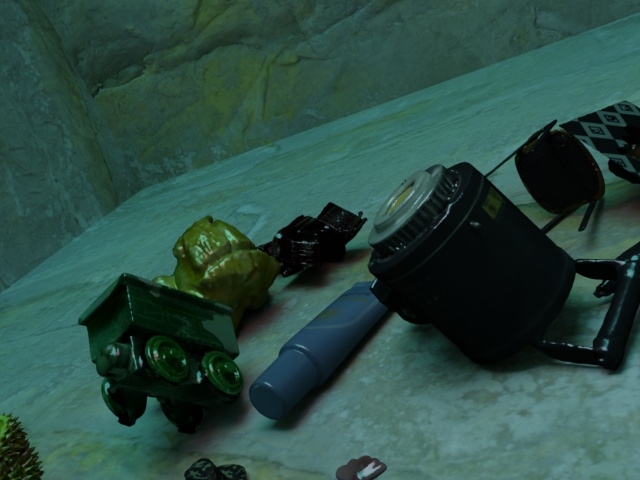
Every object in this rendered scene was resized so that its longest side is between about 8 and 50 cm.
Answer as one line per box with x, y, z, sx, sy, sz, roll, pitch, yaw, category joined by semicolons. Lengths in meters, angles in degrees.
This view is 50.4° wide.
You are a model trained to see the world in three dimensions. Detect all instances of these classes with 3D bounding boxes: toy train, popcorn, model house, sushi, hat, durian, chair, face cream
-0.246;0.189;1.097;0.145;0.266;0.202;-40;49;22;toy train
-0.229;0.093;1.427;0.225;0.276;0.276;29;48;25;popcorn
-0.001;0.011;1.489;0.164;0.141;0.203;10;39;40;model house
0.553;-0.144;1.168;0.219;0.047;0.231;-22;52;-33;sushi
-0.156;0.332;0.934;0.121;0.050;0.121;-19;20;7;hat
-0.535;0.395;1.047;0.200;0.176;0.237;-29;11;20;durian
0.415;-0.114;1.229;0.247;0.159;0.172;-37;4;-36;chair
0.020;0.156;1.141;0.135;0.086;0.385;-9;20;39;face cream

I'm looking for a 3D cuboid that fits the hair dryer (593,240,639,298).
0.538;-0.013;0.953;0.352;0.107;0.189;-35;22;-5;hair dryer

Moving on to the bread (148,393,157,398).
-0.285;0.214;1.256;0.073;0.160;0.160;-20;18;36;bread

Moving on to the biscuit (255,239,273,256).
-0.125;0.036;1.657;0.235;0.063;0.151;-17;3;36;biscuit

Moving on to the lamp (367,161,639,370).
0.207;0.024;0.941;0.374;0.272;0.205;-5;42;48;lamp

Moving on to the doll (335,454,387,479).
-0.007;0.326;0.703;0.211;0.093;0.262;-16;21;35;doll
